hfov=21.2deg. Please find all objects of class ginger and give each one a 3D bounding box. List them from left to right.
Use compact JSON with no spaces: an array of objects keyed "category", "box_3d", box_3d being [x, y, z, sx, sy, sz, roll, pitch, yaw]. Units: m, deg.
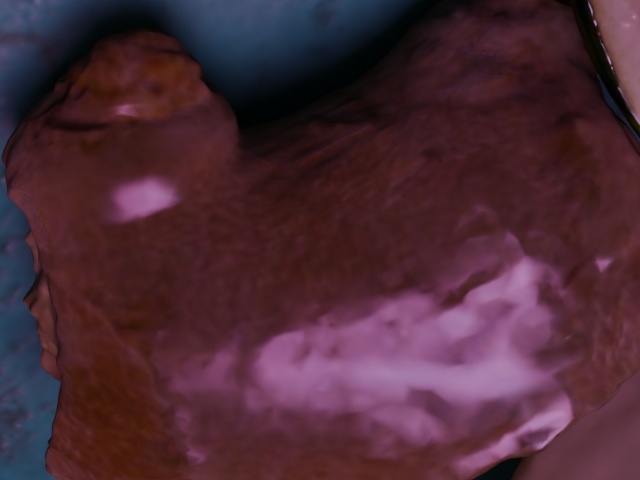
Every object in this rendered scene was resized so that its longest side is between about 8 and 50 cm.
[{"category":"ginger","box_3d":[0.000,0.000,0.646,0.276,0.130,0.221,-43,96,2]}]

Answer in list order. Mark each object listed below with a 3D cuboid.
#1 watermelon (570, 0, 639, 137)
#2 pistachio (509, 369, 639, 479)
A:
[{"category":"watermelon","box_3d":[0.192,-0.055,0.602,0.303,0.159,0.128,16,76,-12]},{"category":"pistachio","box_3d":[0.201,0.099,0.708,0.226,0.208,0.332,37,96,-14]}]
